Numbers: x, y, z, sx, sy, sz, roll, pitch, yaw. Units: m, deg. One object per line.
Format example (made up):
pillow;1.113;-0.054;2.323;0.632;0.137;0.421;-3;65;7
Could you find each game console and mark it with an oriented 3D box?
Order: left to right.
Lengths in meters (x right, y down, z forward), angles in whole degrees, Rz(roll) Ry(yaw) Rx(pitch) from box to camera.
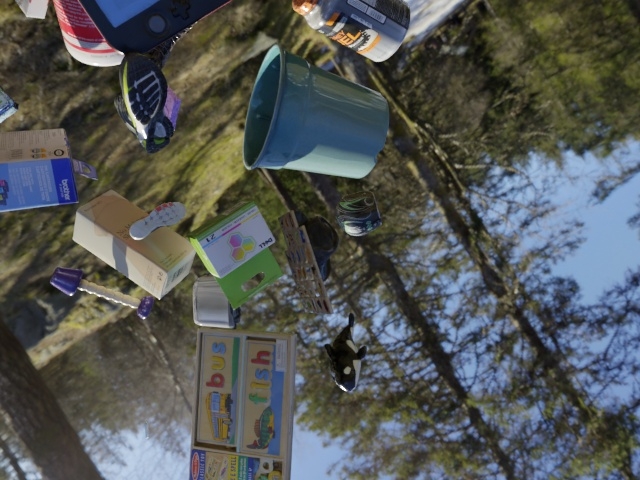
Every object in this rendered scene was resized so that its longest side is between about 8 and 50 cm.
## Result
game console;-0.421;-0.657;1.228;0.341;0.387;0.060;-34;-152;-6

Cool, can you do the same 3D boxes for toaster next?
toaster;-0.362;0.217;1.911;0.146;0.227;0.129;1;-172;7

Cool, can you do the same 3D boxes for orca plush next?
orca plush;0.066;0.337;1.709;0.151;0.102;0.287;-37;-155;39

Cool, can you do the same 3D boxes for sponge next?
sponge;-0.546;-0.479;1.864;0.031;0.210;0.117;-11;135;-40

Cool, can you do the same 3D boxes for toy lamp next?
toy lamp;-0.615;0.147;1.532;0.080;0.274;0.080;-41;-146;35

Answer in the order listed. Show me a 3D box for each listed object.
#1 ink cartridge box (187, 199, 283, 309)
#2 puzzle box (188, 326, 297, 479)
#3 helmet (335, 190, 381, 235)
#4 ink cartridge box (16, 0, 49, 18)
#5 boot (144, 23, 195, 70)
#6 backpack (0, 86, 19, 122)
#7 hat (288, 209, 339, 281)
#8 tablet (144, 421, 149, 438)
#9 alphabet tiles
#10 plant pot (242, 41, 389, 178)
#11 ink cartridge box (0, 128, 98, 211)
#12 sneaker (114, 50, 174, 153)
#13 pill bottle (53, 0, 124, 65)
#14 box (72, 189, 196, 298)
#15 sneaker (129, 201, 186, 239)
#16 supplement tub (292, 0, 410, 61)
ink cartridge box;-0.211;0.045;1.485;0.188;0.255;0.097;-35;-160;-20
puzzle box;-0.204;0.438;1.417;0.271;0.410;0.052;1;176;16
helmet;0.139;-0.098;2.058;0.161;0.170;0.169;-15;-173;4
ink cartridge box;-0.860;-0.741;1.601;0.056;0.135;0.099;-18;154;-51
boot;-0.439;-0.581;1.563;0.229;0.091;0.263;-35;-141;20
backpack;-1.076;-0.447;1.783;0.114;0.105;0.084;-43;-176;-6
hat;0.000;0.000;2.223;0.133;0.332;0.331;-27;-172;21
tablet;-0.622;0.679;1.944;0.006;0.054;0.083;-2;160;-24
alphabet tiles;-0.042;0.052;1.230;0.009;0.238;0.198;-18;-179;-19
plant pot;-0.011;-0.329;1.520;0.333;0.342;0.341;12;167;-21
ink cartridge box;-0.860;-0.207;1.563;0.395;0.151;0.270;-11;-147;-23
sneaker;-0.427;-0.322;1.255;0.111;0.121;0.300;-48;170;-27
pill bottle;-0.637;-0.720;1.515;0.229;0.229;0.408;-37;157;-29
box;-0.522;0.008;1.529;0.148;0.311;0.121;-52;173;-51
sneaker;-0.436;-0.058;1.448;0.157;0.061;0.065;-27;-168;-15
supplement tub;0.090;-0.673;1.584;0.193;0.315;0.194;-38;-137;47
